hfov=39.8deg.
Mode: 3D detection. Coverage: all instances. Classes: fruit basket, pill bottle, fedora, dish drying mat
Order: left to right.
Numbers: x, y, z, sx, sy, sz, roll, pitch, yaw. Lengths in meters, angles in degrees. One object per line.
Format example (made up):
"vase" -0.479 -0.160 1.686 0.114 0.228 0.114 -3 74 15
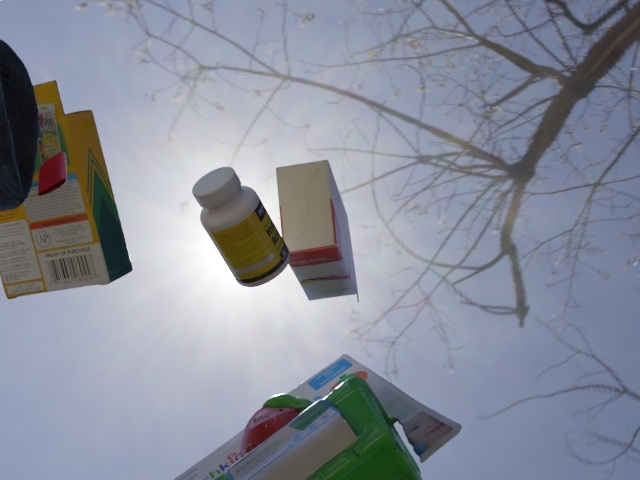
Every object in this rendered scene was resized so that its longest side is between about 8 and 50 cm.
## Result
"fedora" -0.459 -0.147 1.142 0.152 0.334 0.334 -1 -81 0
"dish drying mat" -0.272 -0.068 0.898 0.032 0.083 0.008 -29 -61 -2
"pill bottle" -0.082 -0.015 0.894 0.065 0.065 0.116 -8 -53 31
"fruit basket" -0.041 0.257 1.036 0.165 0.327 0.353 60 -13 -21

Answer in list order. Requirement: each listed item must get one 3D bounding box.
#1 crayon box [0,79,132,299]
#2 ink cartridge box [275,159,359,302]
"crayon box" -0.443 -0.081 1.423 0.203 0.083 0.323 -9 -79 20
"ink cartridge box" 0.000 0.000 1.087 0.067 0.198 0.115 -9 -115 7
